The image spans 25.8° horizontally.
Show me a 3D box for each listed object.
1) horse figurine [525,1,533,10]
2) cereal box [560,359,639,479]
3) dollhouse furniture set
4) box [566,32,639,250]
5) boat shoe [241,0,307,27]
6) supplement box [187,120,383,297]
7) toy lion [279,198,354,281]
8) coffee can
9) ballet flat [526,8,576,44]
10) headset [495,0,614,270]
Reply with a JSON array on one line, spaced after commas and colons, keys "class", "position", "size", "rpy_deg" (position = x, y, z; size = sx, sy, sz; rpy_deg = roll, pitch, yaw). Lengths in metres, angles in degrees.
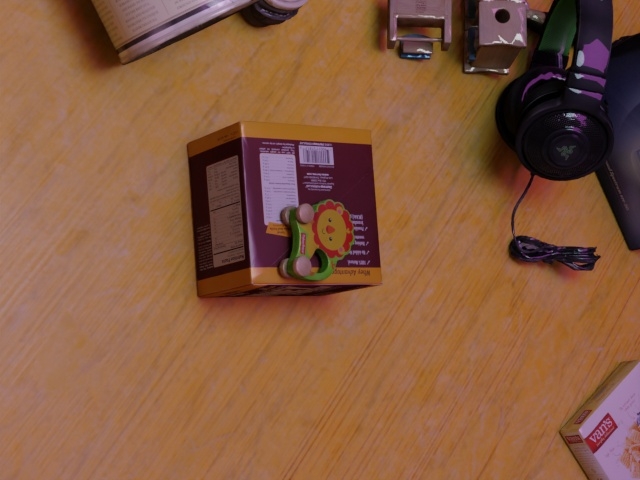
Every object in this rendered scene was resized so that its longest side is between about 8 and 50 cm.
[{"class": "horse figurine", "position": [0.343, -0.451, 2.073], "size": [0.263, 0.066, 0.174], "rpy_deg": [-39, 110, -30]}, {"class": "cereal box", "position": [0.466, 0.317, 2.031], "size": [0.173, 0.047, 0.240], "rpy_deg": [-41, 105, -32]}, {"class": "dollhouse furniture set", "position": [0.180, -0.312, 1.927], "size": [0.184, 0.129, 0.128], "rpy_deg": [2, 79, -3]}, {"class": "box", "position": [0.543, -0.168, 2.018], "size": [0.183, 0.294, 0.296], "rpy_deg": [-31, 99, -34]}, {"class": "boat shoe", "position": [-0.080, -0.434, 1.784], "size": [0.112, 0.095, 0.335], "rpy_deg": [2, 76, -30]}, {"class": "supplement box", "position": [-0.043, -0.033, 1.703], "size": [0.191, 0.129, 0.194], "rpy_deg": [1, 81, -34]}, {"class": "toy lion", "position": [0.000, 0.000, 1.630], "size": [0.096, 0.034, 0.100], "rpy_deg": [13, 75, -40]}, {"class": "coffee can", "position": [-0.201, -0.369, 1.612], "size": [0.201, 0.201, 0.275], "rpy_deg": [-31, 99, -34]}, {"class": "ballet flat", "position": [0.357, -0.319, 2.061], "size": [0.173, 0.057, 0.049], "rpy_deg": [8, 100, -41]}, {"class": "headset", "position": [0.346, -0.155, 1.928], "size": [0.185, 0.243, 0.394], "rpy_deg": [12, 105, -6]}]
